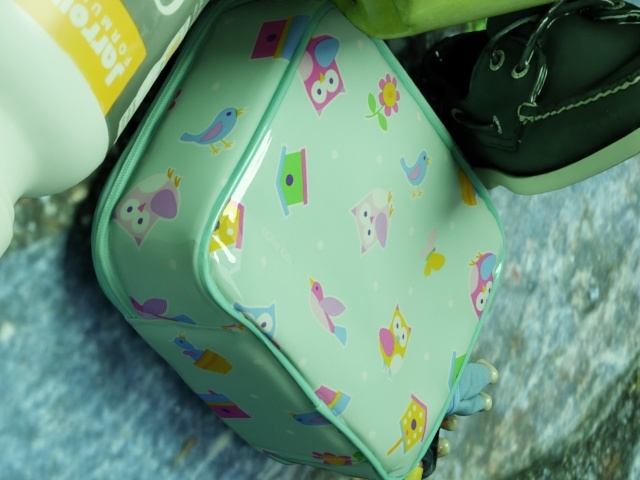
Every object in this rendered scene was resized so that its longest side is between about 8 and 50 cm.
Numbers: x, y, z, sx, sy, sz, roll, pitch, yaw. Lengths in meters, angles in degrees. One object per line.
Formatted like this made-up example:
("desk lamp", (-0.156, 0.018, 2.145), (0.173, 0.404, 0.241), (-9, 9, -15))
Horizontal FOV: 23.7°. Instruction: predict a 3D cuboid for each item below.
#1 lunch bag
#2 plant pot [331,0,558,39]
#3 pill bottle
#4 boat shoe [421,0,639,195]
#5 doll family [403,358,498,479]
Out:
("lunch bag", (0.000, 0.000, 0.903), (0.279, 0.108, 0.224), (51, 52, -45))
("plant pot", (0.112, -0.228, 0.780), (0.254, 0.276, 0.276), (-22, 118, -14))
("pill bottle", (-0.134, -0.120, 0.667), (0.278, 0.162, 0.162), (-61, 138, -25))
("boat shoe", (0.140, -0.104, 0.924), (0.127, 0.340, 0.113), (-32, 96, -6))
("doll family", (0.066, 0.157, 1.051), (0.111, 0.076, 0.193), (3, 89, -48))
